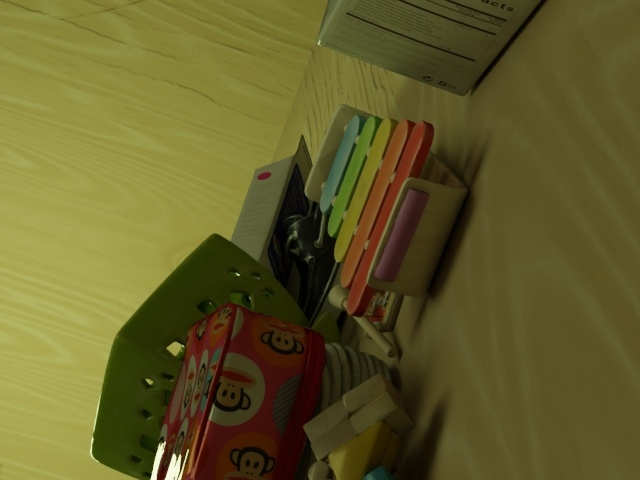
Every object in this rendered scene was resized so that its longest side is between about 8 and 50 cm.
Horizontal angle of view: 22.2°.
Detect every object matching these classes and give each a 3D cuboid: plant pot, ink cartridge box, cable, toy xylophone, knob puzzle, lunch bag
[{"bbox_3d":[-0.114,0.169,1.911,0.227,0.207,0.228,-50,-15,-45],"label":"plant pot"},{"bbox_3d":[-0.055,0.024,2.181,0.371,0.069,0.175,-71,-30,-55],"label":"ink cartridge box"},{"bbox_3d":[-0.003,0.232,1.639,0.257,0.089,0.257,-82,14,-51],"label":"cable"},{"bbox_3d":[0.057,-0.016,1.691,0.323,0.081,0.236,-145,72,-72],"label":"toy xylophone"},{"bbox_3d":[0.073,0.015,1.825,0.213,0.030,0.213,-162,90,-82],"label":"knob puzzle"},{"bbox_3d":[-0.095,0.202,1.574,0.293,0.120,0.258,150,137,-76],"label":"lunch bag"}]

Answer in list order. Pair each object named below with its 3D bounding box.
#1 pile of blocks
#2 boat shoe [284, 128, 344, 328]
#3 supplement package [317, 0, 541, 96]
[{"bbox_3d":[0.018,0.299,1.374,0.112,0.149,0.362,46,-116,-49],"label":"pile of blocks"},{"bbox_3d":[0.000,0.000,2.095,0.108,0.102,0.301,142,146,-76],"label":"boat shoe"},{"bbox_3d":[0.130,-0.301,1.623,0.293,0.175,0.177,127,161,-65],"label":"supplement package"}]
